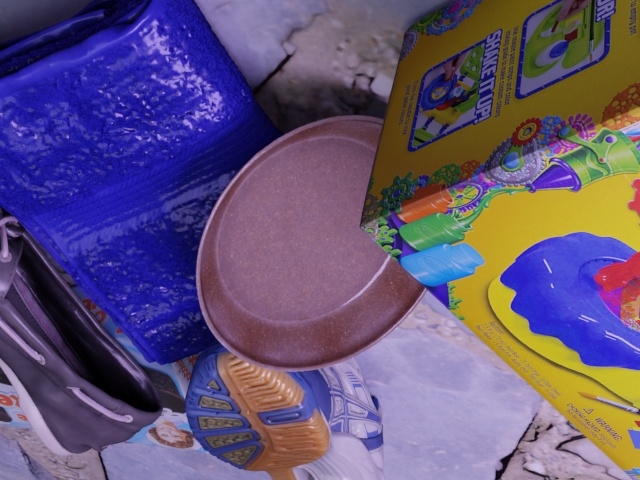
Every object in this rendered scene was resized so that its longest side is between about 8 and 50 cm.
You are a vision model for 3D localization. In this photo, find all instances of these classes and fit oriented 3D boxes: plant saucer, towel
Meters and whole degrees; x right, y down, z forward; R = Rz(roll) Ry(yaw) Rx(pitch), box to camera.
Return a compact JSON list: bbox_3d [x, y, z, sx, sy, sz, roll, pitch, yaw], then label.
[{"bbox_3d":[0.000,0.000,0.721,0.198,0.036,0.199,-13,121,-23],"label":"plant saucer"},{"bbox_3d":[-0.121,-0.028,0.744,0.227,0.076,0.308,-18,133,24],"label":"towel"}]

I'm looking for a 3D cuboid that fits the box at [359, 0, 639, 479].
[{"bbox_3d":[0.228,-0.031,0.566,0.279,0.177,0.290,-25,126,38],"label":"box"}]

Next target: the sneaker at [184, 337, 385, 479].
[{"bbox_3d":[-0.024,0.135,0.876,0.111,0.131,0.296,-5,145,19],"label":"sneaker"}]

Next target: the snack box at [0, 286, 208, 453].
[{"bbox_3d":[-0.271,0.120,1.009,0.322,0.060,0.187,4,139,14],"label":"snack box"}]

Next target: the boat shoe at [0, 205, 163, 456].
[{"bbox_3d":[-0.235,0.045,0.820,0.095,0.112,0.335,-17,127,11],"label":"boat shoe"}]
